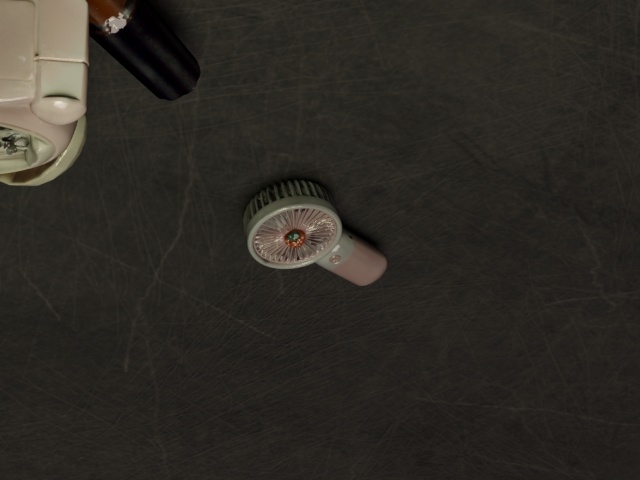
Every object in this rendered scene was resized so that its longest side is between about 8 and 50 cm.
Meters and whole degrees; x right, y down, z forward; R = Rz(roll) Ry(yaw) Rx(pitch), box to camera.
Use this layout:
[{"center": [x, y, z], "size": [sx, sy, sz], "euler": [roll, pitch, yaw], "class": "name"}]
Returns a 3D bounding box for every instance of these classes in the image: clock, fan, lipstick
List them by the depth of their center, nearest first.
[{"center": [-0.260, -0.285, 2.018], "size": [0.077, 0.077, 0.418], "euler": [-27, 143, 14], "class": "lipstick"}, {"center": [-0.418, -0.166, 2.039], "size": [0.342, 0.184, 0.326], "euler": [8, 160, -13], "class": "clock"}, {"center": [0.000, 0.000, 2.494], "size": [0.130, 0.074, 0.244], "euler": [-38, 136, 25], "class": "fan"}]
